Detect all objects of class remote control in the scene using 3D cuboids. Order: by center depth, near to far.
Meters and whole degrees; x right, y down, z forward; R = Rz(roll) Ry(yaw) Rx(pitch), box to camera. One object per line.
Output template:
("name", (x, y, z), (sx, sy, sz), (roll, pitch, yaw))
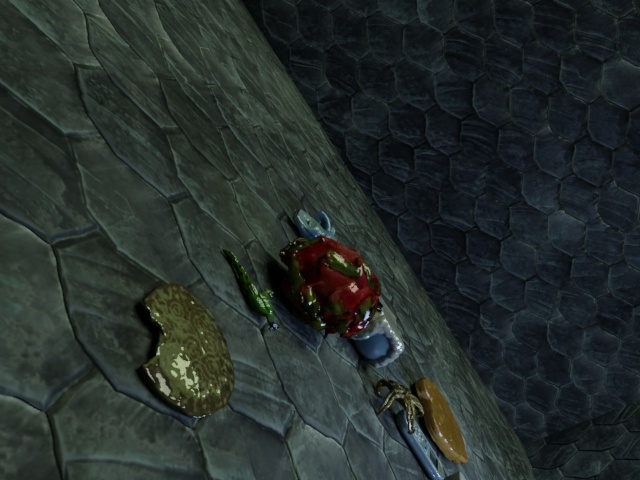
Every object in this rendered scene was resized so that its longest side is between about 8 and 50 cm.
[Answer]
("remote control", (0.310, 0.641, 1.422), (0.244, 0.047, 0.087), (58, 13, 0))

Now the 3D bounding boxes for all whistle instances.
("whistle", (0.000, 0.000, 1.562), (0.269, 0.093, 0.180), (49, 44, -25))

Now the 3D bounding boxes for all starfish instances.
("starfish", (0.251, 0.500, 1.373), (0.189, 0.074, 0.146), (30, 19, -18))

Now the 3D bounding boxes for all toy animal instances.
("toy animal", (-0.150, 0.109, 1.040), (0.217, 0.041, 0.075), (58, 18, 12))
("toy animal", (0.165, 0.284, 1.442), (0.204, 0.156, 0.208), (52, 10, -15))

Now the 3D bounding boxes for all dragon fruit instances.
("dragon fruit", (0.020, 0.117, 1.201), (0.303, 0.237, 0.231), (45, -2, -9))

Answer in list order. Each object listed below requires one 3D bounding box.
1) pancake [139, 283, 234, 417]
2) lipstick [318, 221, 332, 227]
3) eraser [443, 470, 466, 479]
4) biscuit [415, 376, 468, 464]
("pancake", (-0.215, 0.177, 0.751), (0.212, 0.029, 0.235), (43, 23, -44))
("lipstick", (0.026, -0.057, 1.840), (0.037, 0.037, 0.116), (63, 13, 14))
("eraser", (0.419, 0.825, 1.343), (0.124, 0.081, 0.279), (56, 16, 4))
("biscuit", (0.453, 0.682, 1.739), (0.351, 0.057, 0.312), (43, 23, -46))
